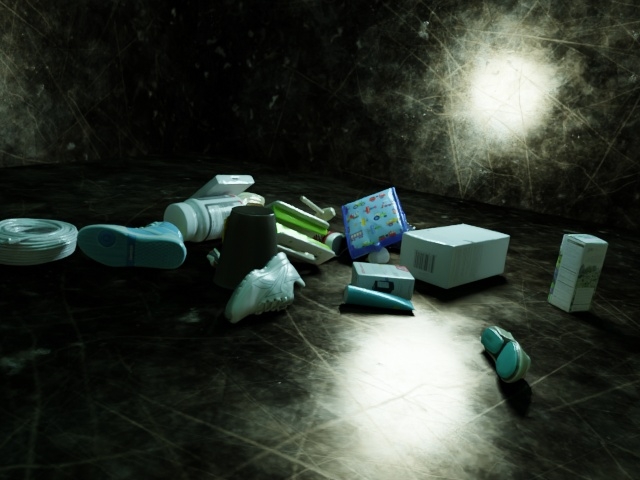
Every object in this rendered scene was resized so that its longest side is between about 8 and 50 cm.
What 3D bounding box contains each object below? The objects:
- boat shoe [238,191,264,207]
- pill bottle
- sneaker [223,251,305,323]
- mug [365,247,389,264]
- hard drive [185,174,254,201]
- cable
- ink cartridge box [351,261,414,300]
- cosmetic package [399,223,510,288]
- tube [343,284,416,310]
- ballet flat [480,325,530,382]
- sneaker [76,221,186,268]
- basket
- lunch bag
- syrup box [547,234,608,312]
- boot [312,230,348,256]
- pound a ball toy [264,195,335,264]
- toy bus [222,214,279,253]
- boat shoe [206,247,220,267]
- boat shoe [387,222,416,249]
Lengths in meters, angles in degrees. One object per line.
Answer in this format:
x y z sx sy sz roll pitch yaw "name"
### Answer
-0.384 -0.144 2.384 0.302 0.109 0.098 -2 57 -31 "boat shoe"
-0.420 -0.079 1.986 0.161 0.161 0.283 18 19 36 "pill bottle"
-0.140 0.136 1.430 0.129 0.111 0.297 42 39 7 "sneaker"
0.202 0.065 1.957 0.064 0.078 0.062 -18 60 -39 "mug"
-0.430 -0.160 2.120 0.307 0.040 0.203 -32 -12 32 "hard drive"
-0.877 0.000 1.644 0.257 0.089 0.257 -3 18 -35 "cable"
0.189 0.125 1.677 0.175 0.072 0.127 5 16 -6 "ink cartridge box"
0.483 0.047 1.933 0.217 0.156 0.385 18 20 42 "cosmetic package"
0.172 0.171 1.562 0.207 0.052 0.080 10 20 -8 "tube"
0.449 0.271 1.269 0.086 0.086 0.248 7 14 2 "ballet flat"
-0.585 0.000 1.707 0.319 0.127 0.208 13 15 -15 "sneaker"
-0.210 0.019 1.598 0.204 0.227 0.154 6 15 -3 "basket"
0.205 -0.050 2.006 0.221 0.138 0.293 -20 27 12 "lunch bag"
0.817 0.103 1.719 0.093 0.237 0.096 0 17 -21 "syrup box"
0.000 0.000 2.035 0.176 0.088 0.244 10 8 14 "boot"
-0.080 -0.042 1.819 0.135 0.208 0.319 -28 -31 31 "pound a ball toy"
-0.244 -0.013 1.906 0.220 0.149 0.211 4 0 -18 "toy bus"
-0.332 0.066 1.727 0.043 0.049 0.137 -40 30 -6 "boat shoe"
0.337 -0.040 2.286 0.158 0.127 0.340 18 26 18 "boat shoe"
